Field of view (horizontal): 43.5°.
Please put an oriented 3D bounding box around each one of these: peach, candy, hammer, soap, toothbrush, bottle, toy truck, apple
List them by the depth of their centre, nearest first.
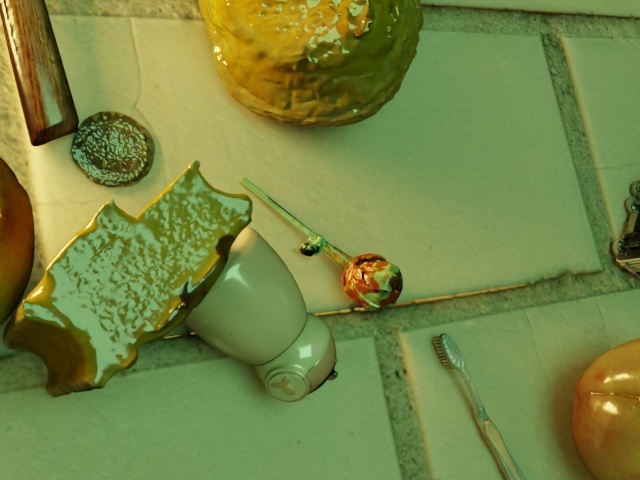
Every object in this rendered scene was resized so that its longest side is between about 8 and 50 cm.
[{"bbox_3d":[-0.414,0.003,0.865,0.236,0.207,0.237,9,72,-27],"label":"apple"},{"bbox_3d":[-0.225,0.048,0.909,0.143,0.281,0.259,45,61,-8],"label":"soap"},{"bbox_3d":[-0.384,-0.325,1.032,0.242,0.095,0.409,-15,87,-30],"label":"hammer"},{"bbox_3d":[-0.071,0.111,1.058,0.236,0.147,0.147,49,61,-18],"label":"bottle"},{"bbox_3d":[0.000,0.000,1.164,0.287,0.084,0.078,39,67,-6],"label":"candy"},{"bbox_3d":[0.270,0.310,1.243,0.028,0.037,0.375,-30,93,-29],"label":"toothbrush"},{"bbox_3d":[0.539,0.291,1.273,0.292,0.247,0.293,0,81,1],"label":"peach"},{"bbox_3d":[0.630,-0.032,1.477,0.114,0.098,0.227,39,62,-20],"label":"toy truck"}]

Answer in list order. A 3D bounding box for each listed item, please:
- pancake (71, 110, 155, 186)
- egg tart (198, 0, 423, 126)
[{"bbox_3d":[-0.277,-0.122,1.078,0.114,0.011,0.115,7,74,-26],"label":"pancake"},{"bbox_3d":[-0.011,-0.335,1.128,0.339,0.153,0.352,-9,91,-2],"label":"egg tart"}]
